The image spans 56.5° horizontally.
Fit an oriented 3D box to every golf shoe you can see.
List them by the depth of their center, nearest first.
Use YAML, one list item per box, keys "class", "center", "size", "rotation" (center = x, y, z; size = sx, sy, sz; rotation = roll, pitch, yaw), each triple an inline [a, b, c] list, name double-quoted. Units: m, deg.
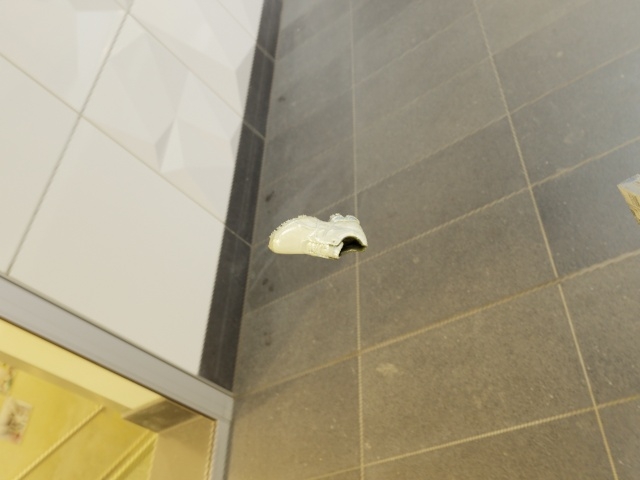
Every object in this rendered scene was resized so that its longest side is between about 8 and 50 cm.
- class: "golf shoe"
  center: [0.000, 0.000, 1.043]
  size: [0.176, 0.069, 0.086]
  rotation: [-11, 38, -20]

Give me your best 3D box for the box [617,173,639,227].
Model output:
- class: "box"
  center: [0.520, 0.000, 0.874]
  size: [0.038, 0.186, 0.145]
  rotation: [-30, 12, 11]
